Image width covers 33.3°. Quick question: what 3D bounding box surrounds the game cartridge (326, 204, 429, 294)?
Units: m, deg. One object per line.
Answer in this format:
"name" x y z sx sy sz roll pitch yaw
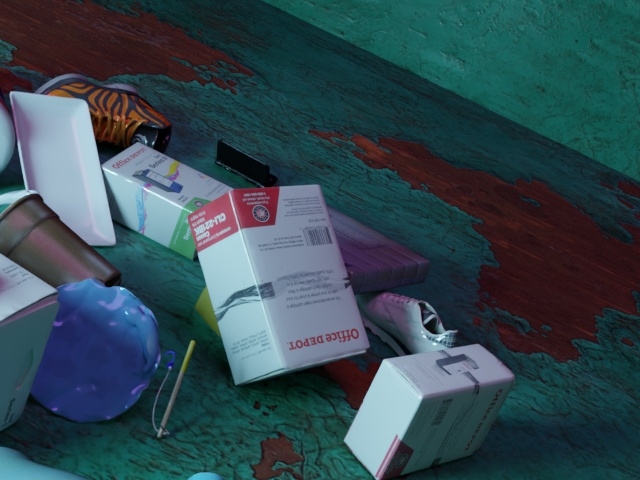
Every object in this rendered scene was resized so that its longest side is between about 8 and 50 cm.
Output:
"game cartridge" 0.000 0.000 1.952 0.355 0.068 0.230 30 19 37

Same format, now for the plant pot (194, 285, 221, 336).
"plant pot" -0.134 0.092 1.679 0.081 0.083 0.081 -2 36 -45

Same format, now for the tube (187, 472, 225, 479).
"tube" -0.132 0.356 1.214 0.080 0.052 0.207 13 32 -12

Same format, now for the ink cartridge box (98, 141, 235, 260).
"ink cartridge box" -0.273 -0.072 1.867 0.212 0.093 0.154 25 26 8

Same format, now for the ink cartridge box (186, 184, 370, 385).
"ink cartridge box" -0.061 0.064 1.609 0.197 0.114 0.273 -6 75 -47

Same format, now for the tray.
"tray" -0.426 -0.112 1.748 0.145 0.030 0.270 1 68 -42

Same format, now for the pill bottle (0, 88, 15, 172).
"pill bottle" -0.619 -0.230 1.769 0.181 0.181 0.323 8 29 -31

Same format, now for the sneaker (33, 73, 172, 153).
"sneaker" -0.396 -0.221 2.013 0.180 0.124 0.321 35 27 23

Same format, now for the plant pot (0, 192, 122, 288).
"plant pot" -0.377 0.049 1.481 0.165 0.167 0.167 36 26 5

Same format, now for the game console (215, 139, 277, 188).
"game console" -0.146 -0.162 2.177 0.122 0.071 0.107 29 26 10

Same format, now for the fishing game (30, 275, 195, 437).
"fishing game" -0.301 0.142 1.392 0.264 0.189 0.041 18 -18 -14

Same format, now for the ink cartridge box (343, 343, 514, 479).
"ink cartridge box" 0.160 0.244 1.550 0.218 0.158 0.092 -1 35 -43

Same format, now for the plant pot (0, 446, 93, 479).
"plant pot" -0.261 0.317 0.947 0.272 0.271 0.255 -3 22 -44

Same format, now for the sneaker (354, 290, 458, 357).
"sneaker" 0.145 0.132 1.833 0.090 0.095 0.235 -6 36 -44

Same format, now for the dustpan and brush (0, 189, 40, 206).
"dustpan and brush" -0.495 -0.044 1.549 0.211 0.060 0.147 1 20 17

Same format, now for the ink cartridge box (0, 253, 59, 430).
"ink cartridge box" -0.469 0.088 1.255 0.278 0.201 0.117 31 26 13
